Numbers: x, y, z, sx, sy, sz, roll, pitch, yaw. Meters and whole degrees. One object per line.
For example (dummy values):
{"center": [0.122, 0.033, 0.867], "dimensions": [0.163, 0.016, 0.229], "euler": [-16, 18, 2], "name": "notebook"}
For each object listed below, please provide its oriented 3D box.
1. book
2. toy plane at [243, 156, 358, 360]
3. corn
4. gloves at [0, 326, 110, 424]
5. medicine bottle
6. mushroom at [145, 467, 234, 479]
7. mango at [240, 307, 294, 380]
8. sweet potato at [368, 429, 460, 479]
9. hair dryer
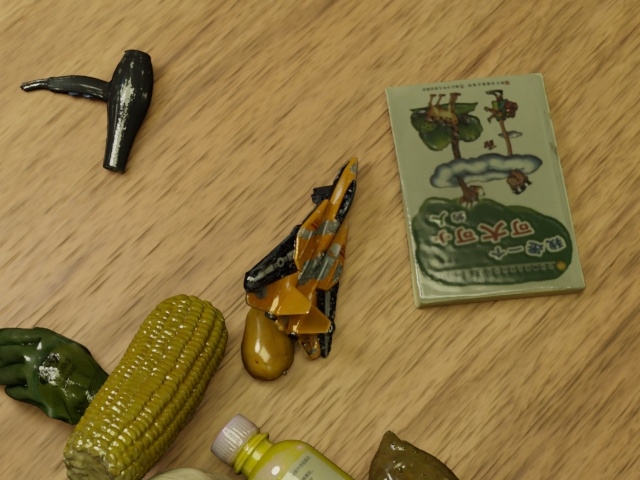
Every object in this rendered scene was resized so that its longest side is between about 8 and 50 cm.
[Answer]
{"center": [0.250, -0.085, 1.809], "dimensions": [0.261, 0.043, 0.370], "euler": [-6, 70, -4], "name": "book"}
{"center": [-0.010, 0.002, 1.740], "dimensions": [0.103, 0.204, 0.316], "euler": [-13, 47, 35], "name": "toy plane"}
{"center": [-0.232, 0.208, 1.583], "dimensions": [0.131, 0.131, 0.344], "euler": [22, 40, 7], "name": "corn"}
{"center": [-0.369, 0.198, 1.669], "dimensions": [0.268, 0.107, 0.135], "euler": [22, 41, 9], "name": "gloves"}
{"center": [-0.051, 0.331, 1.612], "dimensions": [0.212, 0.122, 0.122], "euler": [36, 74, 12], "name": "medicine bottle"}
{"center": [-0.143, 0.419, 1.501], "dimensions": [0.235, 0.260, 0.253], "euler": [-4, 53, 22], "name": "mushroom"}
{"center": [-0.080, 0.150, 1.708], "dimensions": [0.080, 0.060, 0.114], "euler": [-13, 67, -9], "name": "mango"}
{"center": [0.202, 0.443, 1.576], "dimensions": [0.130, 0.130, 0.422], "euler": [-37, 79, -13], "name": "sweet potato"}
{"center": [-0.378, -0.216, 1.845], "dimensions": [0.219, 0.075, 0.195], "euler": [9, 79, 13], "name": "hair dryer"}
